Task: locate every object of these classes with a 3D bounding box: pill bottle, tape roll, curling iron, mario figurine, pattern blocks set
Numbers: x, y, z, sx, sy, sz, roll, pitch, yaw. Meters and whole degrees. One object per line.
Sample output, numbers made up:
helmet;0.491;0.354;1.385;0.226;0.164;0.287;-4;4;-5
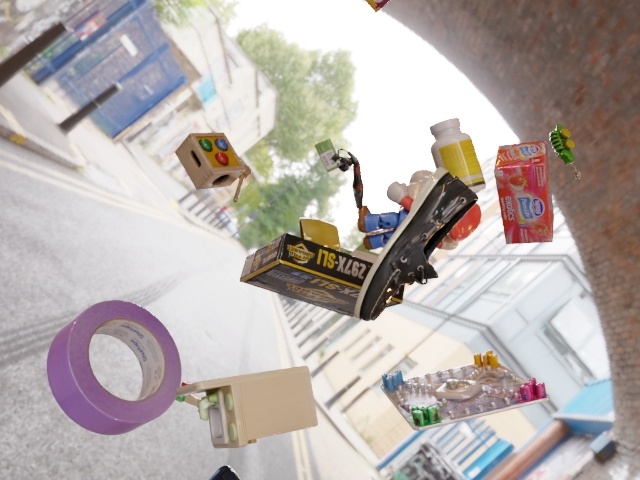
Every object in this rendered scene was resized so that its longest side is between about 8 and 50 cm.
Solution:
pill bottle;0.325;-0.117;2.181;0.131;0.229;0.131;10;-39;9
pill bottle;0.322;-0.195;1.605;0.103;0.103;0.184;129;-56;-86
tape roll;-0.434;0.269;1.435;0.275;0.090;0.274;34;38;-32
curling iron;0.081;-0.143;1.626;0.068;0.035;0.274;34;-11;23
mario figurine;0.271;-0.062;1.807;0.198;0.321;0.170;39;48;-66
pattern blocks set;-0.377;0.505;2.116;0.286;0.026;0.325;22;-7;18

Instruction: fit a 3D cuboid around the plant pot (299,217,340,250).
plant pot;0.000;0.000;1.777;0.134;0.095;0.134;172;-90;-85

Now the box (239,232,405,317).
box;0.002;0.091;1.597;0.322;0.079;0.257;20;-22;-21

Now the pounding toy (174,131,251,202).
pounding toy;-0.252;-0.199;1.810;0.206;0.094;0.181;-13;67;-52

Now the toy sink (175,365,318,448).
toy sink;-0.147;0.334;1.321;0.153;0.234;0.131;-31;-115;56

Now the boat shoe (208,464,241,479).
boat shoe;-0.235;0.544;1.296;0.109;0.258;0.089;42;6;-43

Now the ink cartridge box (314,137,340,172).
ink cartridge box;0.037;-0.294;2.419;0.209;0.062;0.109;3;62;-85

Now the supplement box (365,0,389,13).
supplement box;0.136;-0.562;1.505;0.055;0.083;0.043;40;19;-27

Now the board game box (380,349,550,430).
board game box;0.404;0.428;1.975;0.390;0.390;0.050;-151;-129;-80

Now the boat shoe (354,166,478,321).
boat shoe;0.191;0.027;1.301;0.113;0.340;0.127;32;-4;18

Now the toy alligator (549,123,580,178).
toy alligator;0.708;-0.262;1.960;0.056;0.051;0.189;121;-36;-58

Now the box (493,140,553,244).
box;0.544;-0.123;1.780;0.122;0.128;0.256;-67;146;-46

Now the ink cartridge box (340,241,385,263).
ink cartridge box;0.136;0.063;2.190;0.171;0.235;0.056;16;44;-33
